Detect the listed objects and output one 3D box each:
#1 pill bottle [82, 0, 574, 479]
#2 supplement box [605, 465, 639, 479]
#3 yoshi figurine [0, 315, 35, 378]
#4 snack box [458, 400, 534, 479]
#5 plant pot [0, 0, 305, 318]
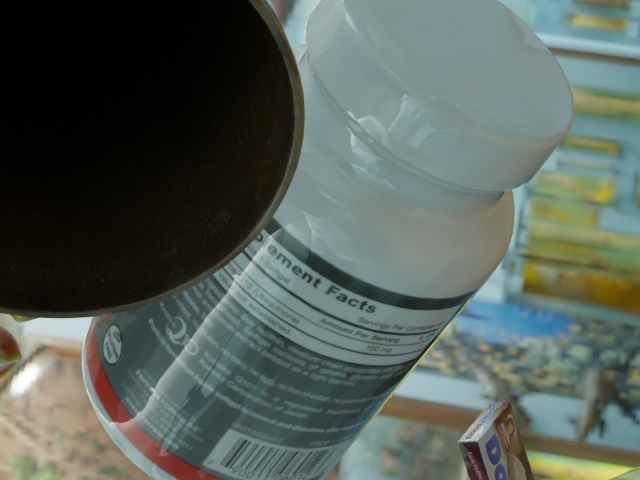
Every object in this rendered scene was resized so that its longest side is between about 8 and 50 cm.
[{"bbox_3d":[0.000,0.000,1.052,0.363,0.210,0.210,-54,9,35],"label":"pill bottle"},{"bbox_3d":[0.149,0.153,0.381,0.356,0.195,0.194,-8,-94,-48],"label":"supplement box"},{"bbox_3d":[-0.297,-0.075,1.090,0.203,0.362,0.203,-35,-6,-32],"label":"yoshi figurine"},{"bbox_3d":[0.155,0.222,1.252,0.064,0.022,0.178,-39,-63,-50],"label":"snack box"},{"bbox_3d":[-0.124,-0.118,0.760,0.230,0.215,0.215,-98,9,-51],"label":"plant pot"}]
